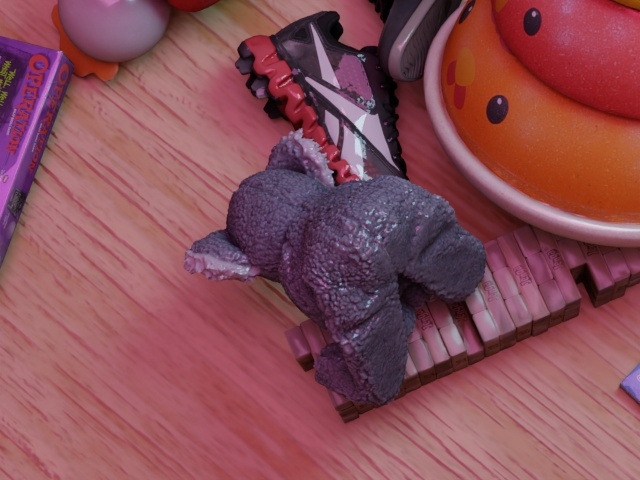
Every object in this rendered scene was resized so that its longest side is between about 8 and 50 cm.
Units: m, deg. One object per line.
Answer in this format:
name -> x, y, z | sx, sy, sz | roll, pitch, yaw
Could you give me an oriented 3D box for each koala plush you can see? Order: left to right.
koala plush -> 0.000, 0.000, 1.737 | 0.221, 0.203, 0.196 | 29, 73, 33

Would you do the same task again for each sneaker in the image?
sneaker -> 0.038, -0.113, 1.879 | 0.135, 0.097, 0.276 | -35, 75, -2
sneaker -> 0.069, -0.237, 1.893 | 0.118, 0.083, 0.222 | 12, 43, 15

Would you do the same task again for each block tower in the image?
block tower -> 0.139, 0.066, 1.832 | 0.335, 0.091, 0.097 | -23, 75, 0

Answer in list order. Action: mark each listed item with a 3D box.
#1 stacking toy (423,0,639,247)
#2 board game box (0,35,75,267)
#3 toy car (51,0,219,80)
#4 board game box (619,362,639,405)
stacking toy -> 0.288, -0.260, 1.667 | 0.351, 0.480, 0.350 | 3, 49, -4
board game box -> -0.399, -0.049, 1.914 | 0.208, 0.056, 0.347 | 15, 78, 19
toy car -> -0.202, -0.272, 1.914 | 0.210, 0.219, 0.238 | 49, 113, 13
board game box -> 0.349, 0.137, 1.834 | 0.090, 0.020, 0.090 | 43, 84, 12
